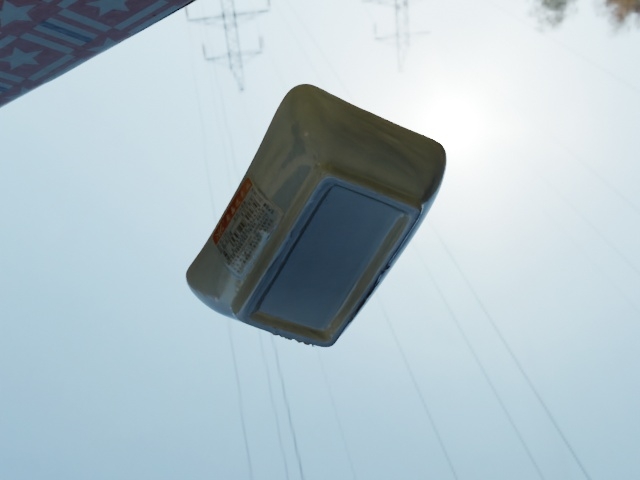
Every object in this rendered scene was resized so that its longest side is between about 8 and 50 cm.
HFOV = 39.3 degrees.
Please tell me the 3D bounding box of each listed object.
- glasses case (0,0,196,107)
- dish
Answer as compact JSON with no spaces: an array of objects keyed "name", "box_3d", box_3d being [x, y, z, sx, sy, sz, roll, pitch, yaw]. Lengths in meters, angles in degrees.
[{"name":"glasses case","box_3d":[-0.113,-0.094,0.332,0.194,0.049,0.073,-20,168,26]},{"name":"dish","box_3d":[0.000,0.000,0.711,0.151,0.212,0.077,20,-152,-24]}]
